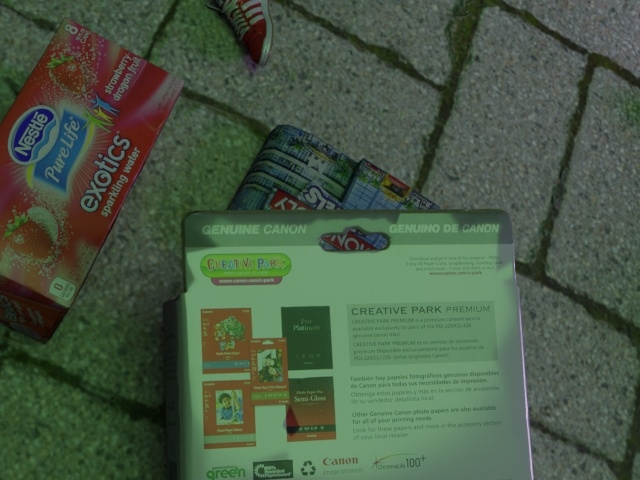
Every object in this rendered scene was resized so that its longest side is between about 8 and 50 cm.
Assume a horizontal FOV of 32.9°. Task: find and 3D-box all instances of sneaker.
[{"bbox_3d":[-0.089,-0.243,1.172,0.067,0.042,0.118,7,60,-26],"label":"sneaker"}]

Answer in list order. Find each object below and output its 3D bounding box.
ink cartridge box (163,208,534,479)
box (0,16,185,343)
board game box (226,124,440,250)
[{"bbox_3d":[0.020,0.113,0.977,0.310,0.130,0.271,0,82,-15],"label":"ink cartridge box"},{"bbox_3d":[-0.240,-0.054,0.983,0.128,0.122,0.256,28,61,-11],"label":"box"},{"bbox_3d":[0.000,0.000,1.107,0.194,0.060,0.194,31,60,-10],"label":"board game box"}]
